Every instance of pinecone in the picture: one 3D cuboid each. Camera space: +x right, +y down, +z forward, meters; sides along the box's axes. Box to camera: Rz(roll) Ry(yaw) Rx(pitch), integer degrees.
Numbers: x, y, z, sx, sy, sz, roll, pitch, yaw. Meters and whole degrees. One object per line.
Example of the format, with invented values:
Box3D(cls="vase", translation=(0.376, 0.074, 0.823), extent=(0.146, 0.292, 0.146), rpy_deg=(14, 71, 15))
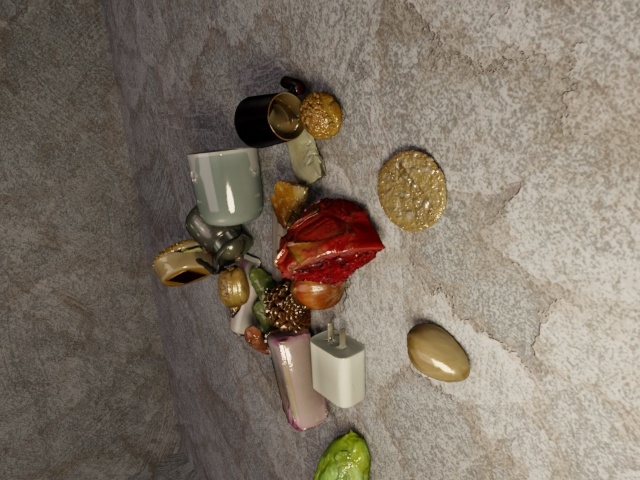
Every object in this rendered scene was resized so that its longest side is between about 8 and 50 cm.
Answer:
Box3D(cls="pinecone", translation=(-0.121, 0.239, 1.615), extent=(0.212, 0.169, 0.185), rpy_deg=(-18, 58, 65))

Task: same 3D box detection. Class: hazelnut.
Box3D(cls="hazelnut", translation=(-0.010, 0.142, 1.437), extent=(0.182, 0.182, 0.182), rpy_deg=(23, 120, 47))

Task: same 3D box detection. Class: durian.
Box3D(cls="durian", translation=(0.082, 0.829, 1.531), extent=(0.256, 0.204, 0.339), rpy_deg=(115, 174, -75))

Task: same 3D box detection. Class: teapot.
Box3D(cls="teapot", translation=(-0.437, 0.006, 1.869), extent=(0.305, 0.223, 0.285), rpy_deg=(-42, 70, 4))

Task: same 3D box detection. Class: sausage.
Box3D(cls="sausage", translation=(-0.233, 0.404, 1.765), extent=(0.326, 0.087, 0.079), rpy_deg=(64, -149, -64))

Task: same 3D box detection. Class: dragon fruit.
Box3D(cls="dragon fruit", translation=(0.000, 0.000, 1.343), extent=(0.330, 0.302, 0.240), rpy_deg=(-108, 12, -50))

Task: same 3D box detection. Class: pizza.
Box3D(cls="pizza", translation=(-0.098, -0.138, 1.479), extent=(0.147, 0.069, 0.226), rpy_deg=(52, 141, 24))

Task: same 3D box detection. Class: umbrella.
Box3D(cls="umbrella", translation=(-0.146, 0.042, 1.658), extent=(0.073, 0.067, 0.337), rpy_deg=(31, 126, 47))

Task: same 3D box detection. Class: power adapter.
Box3D(cls="power adapter", translation=(0.056, 0.397, 1.479), extent=(0.187, 0.124, 0.255), rpy_deg=(18, 118, 47))

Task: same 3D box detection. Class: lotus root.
Box3D(cls="lotus root", translation=(-0.357, 0.207, 1.831), extent=(0.118, 0.125, 0.220), rpy_deg=(-100, 4, -80))

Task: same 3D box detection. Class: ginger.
Box3D(cls="ginger", translation=(-0.232, 0.256, 1.828), extent=(0.137, 0.089, 0.289), rpy_deg=(8, 109, 46))

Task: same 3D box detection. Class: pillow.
Box3D(cls="pillow", translation=(-0.057, -0.292, 1.435), extent=(0.148, 0.050, 0.229), rpy_deg=(-19, 84, 47))

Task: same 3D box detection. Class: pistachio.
Box3D(cls="pistachio", translation=(0.300, 0.295, 1.146), extent=(0.185, 0.126, 0.108), rpy_deg=(42, 175, 32))

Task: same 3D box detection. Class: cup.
Box3D(cls="cup", translation=(-0.149, -0.411, 1.370), extent=(0.177, 0.166, 0.239), rpy_deg=(9, 94, 51))
Box3D(cls="cup", translation=(-0.357, -0.216, 1.721), extent=(0.356, 0.259, 0.274), rpy_deg=(-122, 25, -75))

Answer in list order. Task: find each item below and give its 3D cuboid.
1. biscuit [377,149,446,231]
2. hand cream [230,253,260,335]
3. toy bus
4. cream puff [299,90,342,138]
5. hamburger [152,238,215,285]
Box3D(cls="biscuit", translation=(0.230, -0.126, 1.135), extent=(0.220, 0.033, 0.219), rpy_deg=(21, 119, 45))
Box3D(cls="hand cream", translation=(-0.331, 0.236, 1.945), extent=(0.185, 0.118, 0.358), rpy_deg=(16, 107, 48))
Box3D(cls="toy bus", translation=(-0.083, 0.513, 1.635), extent=(0.162, 0.171, 0.386), rpy_deg=(-175, 71, -77))
Box3D(cls="cream puff", translation=(-0.005, -0.366, 1.292), extent=(0.126, 0.103, 0.144), rpy_deg=(-40, 65, 52))
Box3D(cls="hamburger", translation=(-0.667, 0.108, 2.174), extent=(0.302, 0.302, 0.170), rpy_deg=(-43, 60, 50))
